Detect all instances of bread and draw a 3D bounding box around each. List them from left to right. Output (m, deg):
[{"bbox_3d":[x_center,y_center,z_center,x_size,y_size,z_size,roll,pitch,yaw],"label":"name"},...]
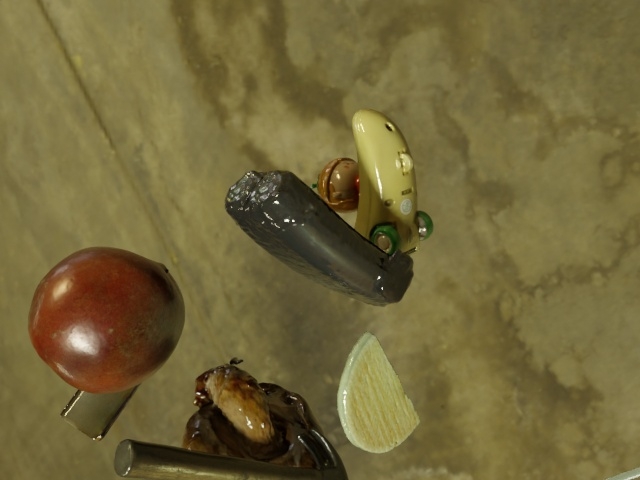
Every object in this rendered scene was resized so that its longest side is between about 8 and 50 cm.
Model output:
[{"bbox_3d":[0.066,0.226,1.229,0.036,0.112,0.193,11,141,44],"label":"bread"}]

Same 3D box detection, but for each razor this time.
[{"bbox_3d":[-0.001,0.004,1.500,0.189,0.327,0.107,2,61,56],"label":"razor"}]

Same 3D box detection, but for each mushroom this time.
[{"bbox_3d":[-0.120,0.344,1.547,0.283,0.263,0.195,66,146,22],"label":"mushroom"}]

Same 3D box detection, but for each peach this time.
[{"bbox_3d":[-0.337,0.123,1.448,0.252,0.252,0.252,20,118,42],"label":"peach"}]

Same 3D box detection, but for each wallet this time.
[{"bbox_3d":[-0.445,0.311,1.879,0.110,0.198,0.031,28,163,20],"label":"wallet"}]

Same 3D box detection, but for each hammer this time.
[{"bbox_3d":[-0.109,0.338,1.306,0.044,0.440,0.168,-35,54,29],"label":"hammer"}]

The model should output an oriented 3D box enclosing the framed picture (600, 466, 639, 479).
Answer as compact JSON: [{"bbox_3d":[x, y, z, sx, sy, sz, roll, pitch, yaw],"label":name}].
[{"bbox_3d":[0.426,0.333,1.076,0.183,0.011,0.142,-26,60,17],"label":"framed picture"}]

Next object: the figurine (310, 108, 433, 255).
[{"bbox_3d":[0.089,-0.087,1.693,0.222,0.124,0.324,12,115,43],"label":"figurine"}]
